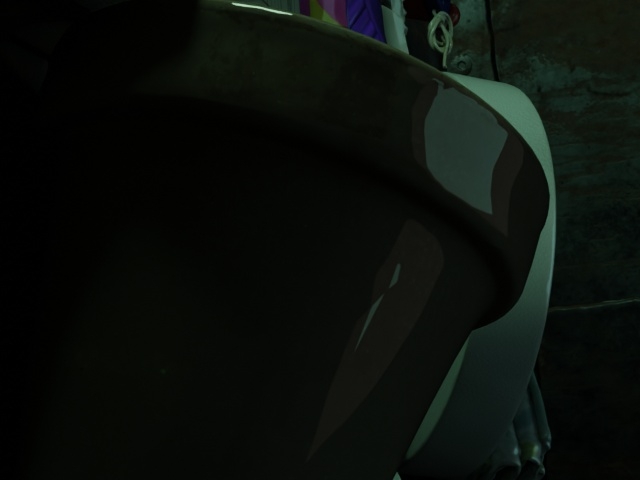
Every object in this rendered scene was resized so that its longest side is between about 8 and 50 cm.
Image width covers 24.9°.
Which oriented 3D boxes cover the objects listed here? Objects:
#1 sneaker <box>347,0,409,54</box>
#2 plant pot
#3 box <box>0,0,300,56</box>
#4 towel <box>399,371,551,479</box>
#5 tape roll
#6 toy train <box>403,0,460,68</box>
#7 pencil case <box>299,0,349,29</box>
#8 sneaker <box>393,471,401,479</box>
[{"bbox_3d":[0.015,-0.144,1.321,0.146,0.102,0.293,-4,71,-36],"label":"sneaker"},{"bbox_3d":[-0.040,0.048,0.693,0.263,0.263,0.229,64,39,-62],"label":"plant pot"},{"bbox_3d":[-0.097,-0.175,0.739,0.232,0.126,0.149,25,59,-78],"label":"box"},{"bbox_3d":[0.133,0.208,1.549,0.374,0.090,0.321,-98,-161,-54],"label":"towel"},{"bbox_3d":[0.113,0.033,1.394,0.392,0.072,0.392,-171,-90,-75],"label":"tape roll"},{"bbox_3d":[0.100,-0.307,1.871,0.105,0.143,0.248,60,30,-47],"label":"toy train"},{"bbox_3d":[-0.026,-0.166,1.213,0.104,0.104,0.236,23,60,-78],"label":"pencil case"},{"bbox_3d":[0.019,0.231,1.265,0.296,0.104,0.147,-94,-168,-71],"label":"sneaker"}]
